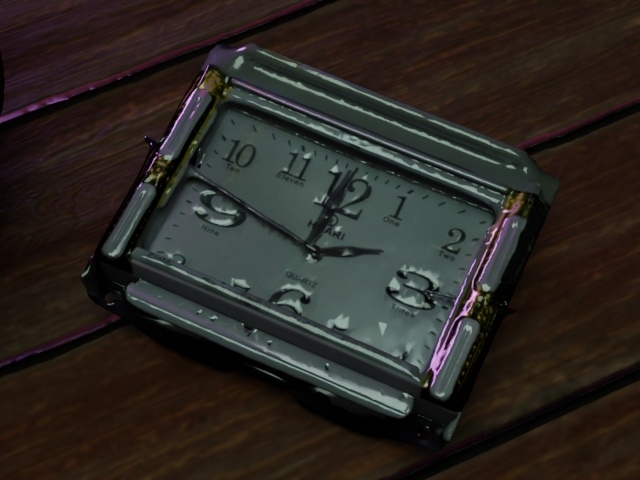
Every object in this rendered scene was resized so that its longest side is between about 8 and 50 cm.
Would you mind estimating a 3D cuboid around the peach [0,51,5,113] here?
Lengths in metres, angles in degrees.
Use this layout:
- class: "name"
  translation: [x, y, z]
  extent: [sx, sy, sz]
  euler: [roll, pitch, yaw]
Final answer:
- class: "peach"
  translation: [-0.381, -0.123, 0.758]
  extent: [0.353, 0.416, 0.339]
  euler: [52, 58, -18]

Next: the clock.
- class: "clock"
  translation: [0.000, 0.000, 0.825]
  extent: [0.253, 0.083, 0.186]
  euler: [23, 67, 10]
